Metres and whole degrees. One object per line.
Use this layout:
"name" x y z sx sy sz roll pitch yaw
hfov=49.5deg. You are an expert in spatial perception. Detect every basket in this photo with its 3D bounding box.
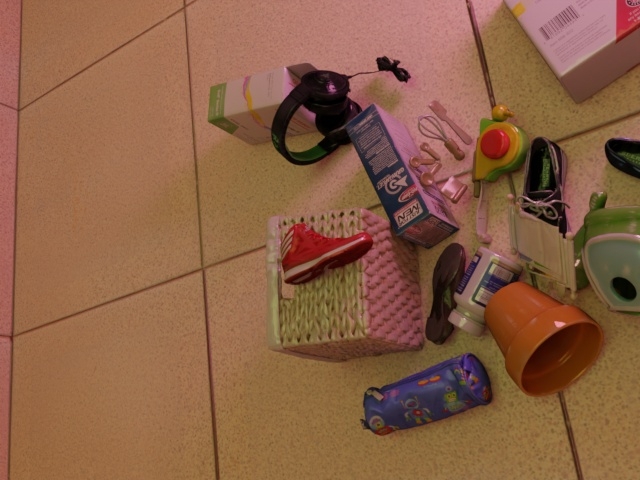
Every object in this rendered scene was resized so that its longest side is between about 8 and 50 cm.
"basket" 0.060 0.111 1.672 0.266 0.331 0.328 -11 71 30

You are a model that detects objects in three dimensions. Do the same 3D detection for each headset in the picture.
"headset" 0.051 -0.353 1.870 0.394 0.243 0.185 -44 56 -6

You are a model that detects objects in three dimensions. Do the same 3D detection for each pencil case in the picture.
"pencil case" 0.237 0.357 1.606 0.306 0.133 0.119 -25 31 27

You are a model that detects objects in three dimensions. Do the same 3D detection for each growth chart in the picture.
"growth chart" 0.469 0.017 1.485 0.237 0.021 0.172 -132 29 -58

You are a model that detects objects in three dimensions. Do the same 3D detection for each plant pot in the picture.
"plant pot" 0.452 0.191 1.471 0.205 0.205 0.188 -51 40 14

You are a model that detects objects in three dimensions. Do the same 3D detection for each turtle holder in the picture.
"turtle holder" 0.610 0.031 1.360 0.320 0.243 0.227 3 81 34

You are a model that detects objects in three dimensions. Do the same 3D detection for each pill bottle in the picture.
"pill bottle" 0.370 0.118 1.586 0.112 0.112 0.186 31 96 36

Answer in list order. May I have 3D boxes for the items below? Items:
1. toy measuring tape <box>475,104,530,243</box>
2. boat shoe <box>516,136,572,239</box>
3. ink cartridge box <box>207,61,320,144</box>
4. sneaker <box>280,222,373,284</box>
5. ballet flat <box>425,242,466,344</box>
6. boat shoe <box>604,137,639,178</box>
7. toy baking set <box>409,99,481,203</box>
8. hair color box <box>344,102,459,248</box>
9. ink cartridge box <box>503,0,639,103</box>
"toy measuring tape" 0.427 -0.156 1.626 0.121 0.121 0.330 2 87 35
"boat shoe" 0.500 -0.081 1.551 0.113 0.105 0.306 3 79 36
"ink cartridge box" -0.127 -0.389 2.009 0.353 0.207 0.119 -6 73 34
"sneaker" 0.000 0.000 1.505 0.221 0.087 0.128 -24 67 18
"ballet flat" 0.308 0.129 1.669 0.084 0.058 0.249 -7 67 56
"boat shoe" 0.708 -0.149 1.433 0.258 0.089 0.109 17 88 37
"toy baking set" 0.315 -0.217 1.681 0.030 0.197 0.256 140 145 -64
"hair color box" 0.201 -0.160 1.739 0.105 0.174 0.347 -36 60 23
"ink cartridge box" 0.590 -0.555 1.579 0.279 0.160 0.384 -35 60 23
